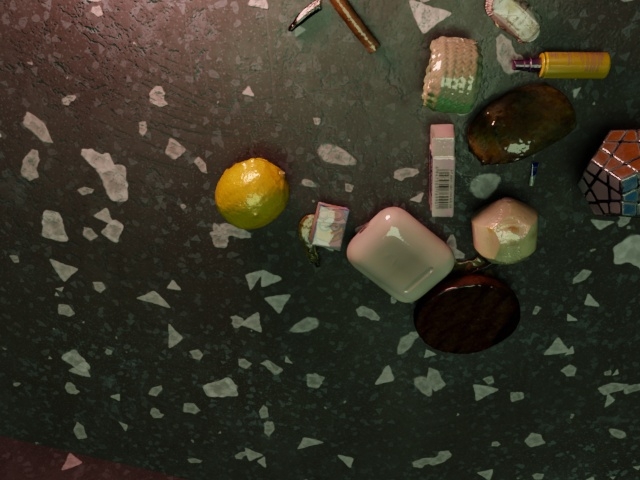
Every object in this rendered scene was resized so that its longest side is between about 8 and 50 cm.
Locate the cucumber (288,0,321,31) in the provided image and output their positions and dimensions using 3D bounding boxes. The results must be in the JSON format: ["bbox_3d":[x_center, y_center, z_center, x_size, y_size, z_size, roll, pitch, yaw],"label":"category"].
[{"bbox_3d":[-0.048,-0.682,1.675,0.135,0.033,0.034,-29,111,19],"label":"cucumber"}]

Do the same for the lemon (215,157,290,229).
[{"bbox_3d":[-0.234,-0.156,1.888,0.288,0.233,0.233,-28,114,28],"label":"lemon"}]

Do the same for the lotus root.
[{"bbox_3d":[0.615,-0.367,1.728,0.314,0.210,0.142,-27,127,4],"label":"lotus root"}]

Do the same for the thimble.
[{"bbox_3d":[0.390,-0.491,1.649,0.150,0.219,0.219,6,120,2],"label":"thimble"}]

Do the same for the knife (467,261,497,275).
[{"bbox_3d":[0.586,0.139,2.075,0.245,0.019,0.072,-35,117,27],"label":"knife"}]

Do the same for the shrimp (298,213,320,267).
[{"bbox_3d":[0.000,0.000,2.062,0.150,0.051,0.217,-11,115,3],"label":"shrimp"}]

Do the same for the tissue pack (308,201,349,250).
[{"bbox_3d":[0.032,-0.051,1.994,0.116,0.065,0.155,11,102,-11],"label":"tissue pack"}]

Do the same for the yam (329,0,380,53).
[{"bbox_3d":[0.086,-0.675,1.661,0.046,0.046,0.264,-35,113,22],"label":"yam"}]

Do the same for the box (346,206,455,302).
[{"bbox_3d":[0.290,0.056,2.014,0.349,0.141,0.288,37,115,-15],"label":"box"}]

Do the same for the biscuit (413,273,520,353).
[{"bbox_3d":[0.560,0.284,2.131,0.407,0.091,0.407,0,131,-1],"label":"biscuit"}]

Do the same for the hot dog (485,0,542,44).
[{"bbox_3d":[0.568,-0.660,1.625,0.192,0.053,0.099,33,117,-10],"label":"hot dog"}]

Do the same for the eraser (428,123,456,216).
[{"bbox_3d":[0.408,-0.231,1.845,0.086,0.130,0.287,0,121,9],"label":"eraser"}]

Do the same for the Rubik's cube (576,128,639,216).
[{"bbox_3d":[0.977,-0.204,1.730,0.319,0.264,0.319,2,120,4],"label":"Rubik's cube"}]

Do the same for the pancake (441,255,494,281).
[{"bbox_3d":[0.540,0.145,2.109,0.235,0.029,0.212,-8,120,12],"label":"pancake"}]

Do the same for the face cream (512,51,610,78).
[{"bbox_3d":[0.721,-0.529,1.671,0.273,0.078,0.078,1,120,4],"label":"face cream"}]

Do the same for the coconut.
[{"bbox_3d":[0.630,-0.041,1.891,0.241,0.241,0.241,2,120,4],"label":"coconut"}]

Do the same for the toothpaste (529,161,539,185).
[{"bbox_3d":[0.724,-0.227,1.885,0.024,0.015,0.083,1,116,-4],"label":"toothpaste"}]
